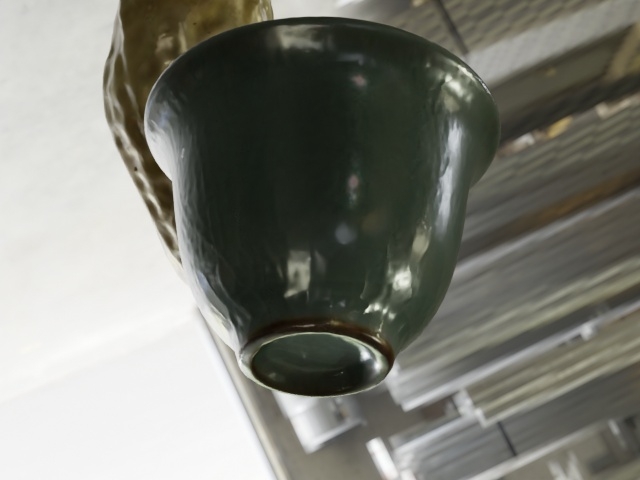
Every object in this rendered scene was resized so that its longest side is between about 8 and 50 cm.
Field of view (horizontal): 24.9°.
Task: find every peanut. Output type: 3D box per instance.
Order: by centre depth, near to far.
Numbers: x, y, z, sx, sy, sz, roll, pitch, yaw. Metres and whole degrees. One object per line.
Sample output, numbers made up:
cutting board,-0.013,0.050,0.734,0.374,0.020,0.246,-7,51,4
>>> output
peanut,-0.066,-0.077,1.031,0.153,0.325,0.140,-5,-156,21

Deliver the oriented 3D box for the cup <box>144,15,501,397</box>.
cup,0.000,0.000,0.772,0.199,0.150,0.199,1,148,0
